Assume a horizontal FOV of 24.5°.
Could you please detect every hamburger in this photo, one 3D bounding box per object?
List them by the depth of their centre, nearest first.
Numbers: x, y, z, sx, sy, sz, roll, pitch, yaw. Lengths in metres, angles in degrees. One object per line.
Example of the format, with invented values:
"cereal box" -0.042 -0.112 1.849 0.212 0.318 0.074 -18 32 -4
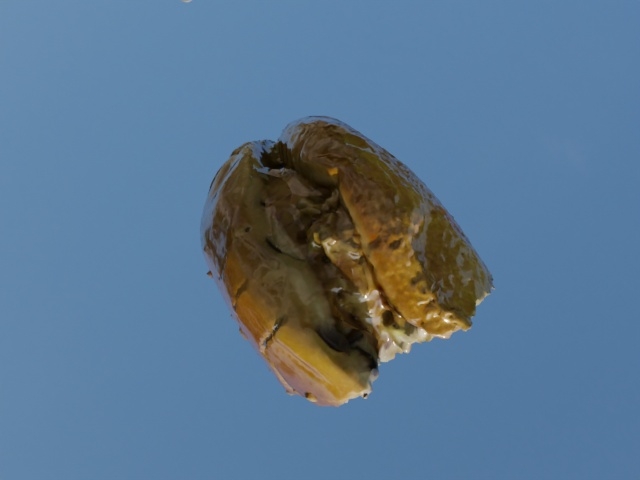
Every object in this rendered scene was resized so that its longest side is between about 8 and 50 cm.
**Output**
"hamburger" 0.000 0.000 0.917 0.144 0.156 0.283 -43 -171 5
